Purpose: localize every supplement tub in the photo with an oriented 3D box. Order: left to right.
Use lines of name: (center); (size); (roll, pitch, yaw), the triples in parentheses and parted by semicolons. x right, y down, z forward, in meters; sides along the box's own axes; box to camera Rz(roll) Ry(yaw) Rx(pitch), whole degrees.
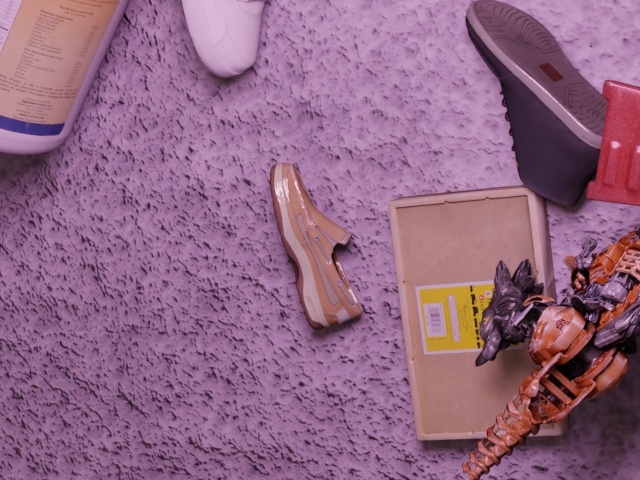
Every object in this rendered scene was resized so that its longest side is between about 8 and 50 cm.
supplement tub: (-0.327, -0.278, 2.075); (0.228, 0.228, 0.316); (33, 109, 16)

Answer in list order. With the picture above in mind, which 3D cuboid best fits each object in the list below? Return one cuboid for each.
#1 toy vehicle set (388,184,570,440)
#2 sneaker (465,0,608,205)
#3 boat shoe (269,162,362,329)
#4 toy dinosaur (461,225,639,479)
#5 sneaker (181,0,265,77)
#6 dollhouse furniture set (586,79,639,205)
toy vehicle set: (0.169, 0.079, 2.018); (0.166, 0.035, 0.266); (-4, 97, 24)
sneaker: (0.208, -0.140, 1.942); (0.222, 0.083, 0.118); (52, 138, 24)
boat shoe: (0.000, 0.000, 2.072); (0.072, 0.068, 0.190); (-15, 102, 13)
toy dinosaur: (0.245, 0.092, 1.852); (0.322, 0.218, 0.164); (-29, 95, -12)
sneaker: (-0.057, -0.322, 2.015); (0.169, 0.108, 0.292); (0, 98, 26)
dollhouse furniture set: (0.380, -0.216, 1.786); (0.152, 0.201, 0.374); (14, 104, 22)
